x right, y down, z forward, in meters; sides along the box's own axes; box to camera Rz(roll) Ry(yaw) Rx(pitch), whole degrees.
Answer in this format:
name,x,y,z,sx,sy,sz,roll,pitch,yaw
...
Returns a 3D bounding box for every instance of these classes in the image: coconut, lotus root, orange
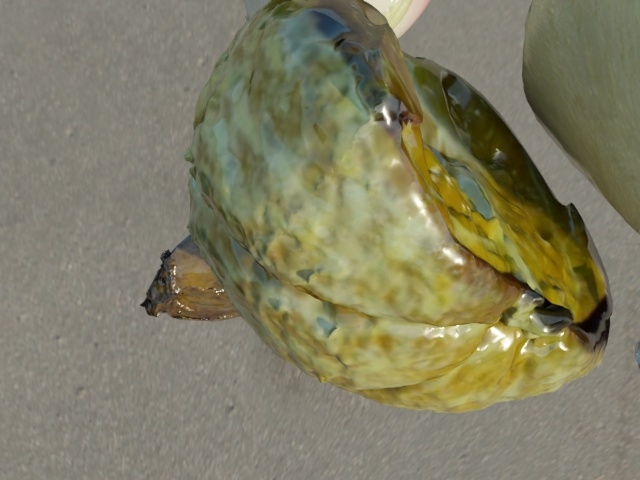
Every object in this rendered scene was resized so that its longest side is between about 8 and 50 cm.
name,x,y,z,sx,sy,sz,roll,pitch,yaw
coconut,0.313,-0.121,0.838,0.352,0.352,0.353,3,66,-6
lotus root,0.000,0.001,1.007,0.329,0.167,0.078,-25,62,-36
orange,0.038,-0.015,0.789,0.210,0.368,0.271,-32,54,23

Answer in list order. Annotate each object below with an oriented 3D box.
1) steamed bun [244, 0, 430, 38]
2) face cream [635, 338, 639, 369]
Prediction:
name,x,y,z,sx,sy,sz,roll,pitch,yaw
steamed bun,0.049,-0.389,1.585,0.309,0.309,0.309,3,66,-6
face cream,0.570,0.128,1.462,0.348,0.105,0.105,-5,67,0
